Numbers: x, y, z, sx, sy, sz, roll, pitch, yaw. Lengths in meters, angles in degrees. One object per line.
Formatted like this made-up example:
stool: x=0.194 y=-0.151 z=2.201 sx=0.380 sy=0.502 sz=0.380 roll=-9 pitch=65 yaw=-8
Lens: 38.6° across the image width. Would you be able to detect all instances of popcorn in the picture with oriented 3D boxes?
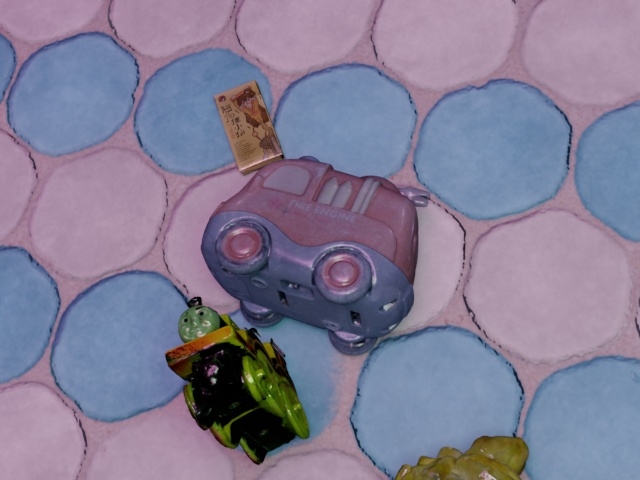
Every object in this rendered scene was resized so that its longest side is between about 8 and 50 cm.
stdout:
popcorn: x=0.181 y=0.327 z=1.104 sx=0.198 sy=0.198 sz=0.212 roll=18 pitch=50 yaw=16

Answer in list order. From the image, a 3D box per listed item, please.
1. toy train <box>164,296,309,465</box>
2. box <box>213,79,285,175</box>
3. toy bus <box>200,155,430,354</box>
toy train: x=-0.102 y=0.175 z=1.140 sx=0.101 sy=0.296 sz=0.160 roll=-25 pitch=60 yaw=3
box: x=-0.111 y=-0.177 z=1.410 sx=0.073 sy=0.020 sz=0.149 roll=-22 pitch=68 yaw=3
toy bus: x=0.000 y=0.000 z=1.243 sx=0.294 sy=0.197 sz=0.231 roll=15 pitch=64 yaw=16
